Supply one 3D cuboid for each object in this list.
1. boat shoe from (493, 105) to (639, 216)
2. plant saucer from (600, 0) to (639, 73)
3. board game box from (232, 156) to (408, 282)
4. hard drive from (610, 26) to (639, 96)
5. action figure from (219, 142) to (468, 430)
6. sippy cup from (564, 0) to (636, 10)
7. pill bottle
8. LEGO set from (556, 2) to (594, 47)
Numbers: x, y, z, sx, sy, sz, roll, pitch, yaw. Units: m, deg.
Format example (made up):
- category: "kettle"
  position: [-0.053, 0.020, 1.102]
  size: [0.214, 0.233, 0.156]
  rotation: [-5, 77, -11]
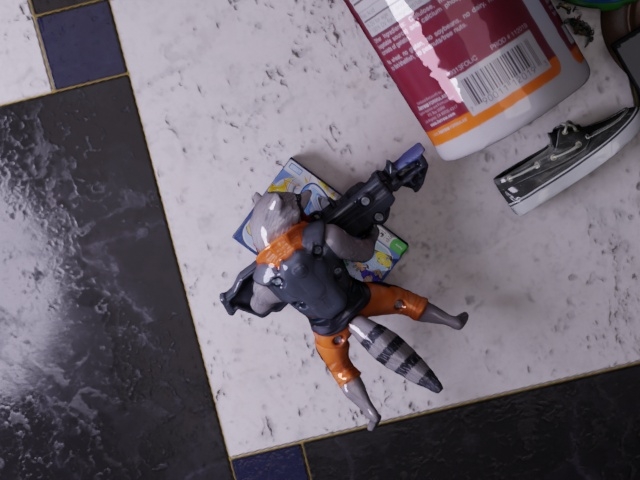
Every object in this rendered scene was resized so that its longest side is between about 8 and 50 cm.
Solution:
- category: "boat shoe"
  position: [0.333, -0.121, 1.865]
  size: [0.219, 0.078, 0.070]
  rotation: [-36, 97, 7]
- category: "plant saucer"
  position: [0.474, -0.298, 1.860]
  size: [0.199, 0.036, 0.198]
  rotation: [0, 98, 2]
- category: "board game box"
  position: [0.000, 0.000, 1.907]
  size: [0.201, 0.035, 0.136]
  rotation: [36, 97, -4]
- category: "hard drive"
  position: [0.462, -0.251, 1.836]
  size: [0.135, 0.022, 0.094]
  rotation: [-31, 97, 4]
- category: "action figure"
  position: [0.051, 0.039, 1.810]
  size: [0.330, 0.178, 0.341]
  rotation: [42, 98, -15]
- category: "sippy cup"
  position: [0.354, -0.418, 1.733]
  size: [0.305, 0.224, 0.240]
  rotation: [-10, 89, 8]
- category: "pill bottle"
  position: [0.149, -0.318, 1.767]
  size: [0.224, 0.224, 0.392]
  rotation: [-31, 96, 5]
- category: "LEGO set"
  position: [0.343, -0.290, 1.854]
  size: [0.054, 0.083, 0.023]
  rotation: [29, 74, 25]
